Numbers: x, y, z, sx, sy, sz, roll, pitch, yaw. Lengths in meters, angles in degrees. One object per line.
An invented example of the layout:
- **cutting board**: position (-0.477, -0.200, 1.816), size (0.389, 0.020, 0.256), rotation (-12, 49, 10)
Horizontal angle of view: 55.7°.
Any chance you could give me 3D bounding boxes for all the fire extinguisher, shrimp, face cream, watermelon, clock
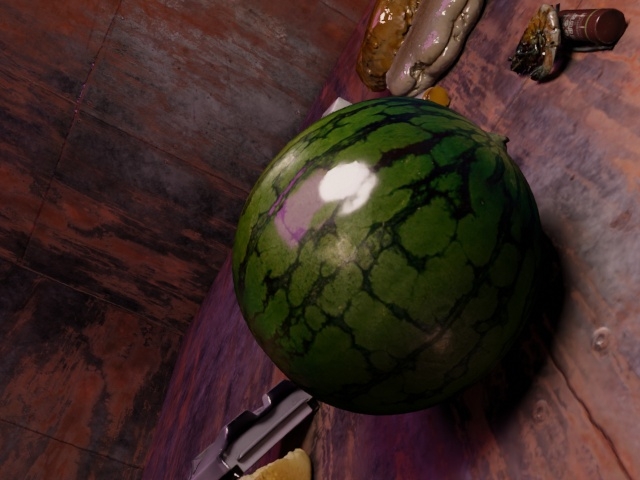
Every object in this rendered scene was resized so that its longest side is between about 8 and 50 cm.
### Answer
- **fire extinguisher**: position (0.353, -0.291, 0.825), size (0.158, 0.043, 0.064), rotation (-104, 0, -70)
- **shrimp**: position (0.312, -0.273, 0.891), size (0.161, 0.034, 0.091), rotation (93, 173, -77)
- **face cream**: position (0.211, -0.277, 1.290), size (0.072, 0.051, 0.182), rotation (-66, 13, -12)
- **watermelon**: position (0.077, 0.017, 0.689), size (0.363, 0.363, 0.363), rotation (-57, 16, 25)
- **clock**: position (-0.126, 0.359, 1.108), size (0.253, 0.083, 0.186), rotation (-30, -15, -47)

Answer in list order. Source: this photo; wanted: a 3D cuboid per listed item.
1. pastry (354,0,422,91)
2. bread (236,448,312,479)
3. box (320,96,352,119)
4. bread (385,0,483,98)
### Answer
- **pastry**: position (0.192, -0.521, 1.562), size (0.311, 0.162, 0.255), rotation (162, 123, -84)
- **bread**: position (-0.078, 0.477, 0.954), size (0.183, 0.224, 0.211), rotation (-51, 60, 23)
- **box**: position (0.054, -0.113, 1.257), size (0.299, 0.200, 0.106), rotation (-68, 13, -16)
- **bread**: position (0.263, -0.466, 1.334), size (0.337, 0.102, 0.183), rotation (-64, 14, 4)
